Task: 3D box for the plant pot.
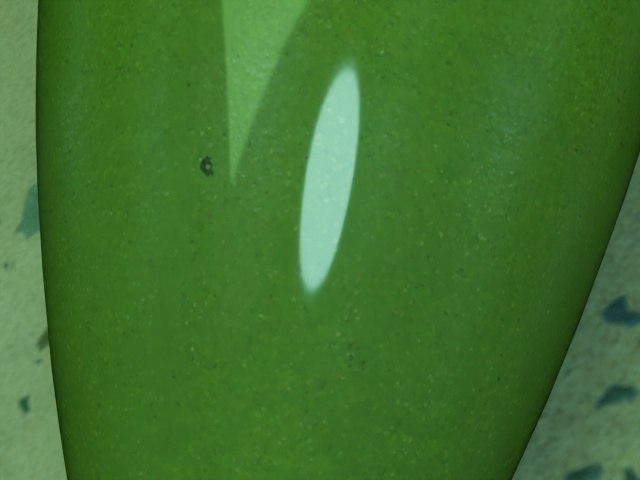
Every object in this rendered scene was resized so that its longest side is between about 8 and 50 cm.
[{"bbox_3d":[0.000,0.000,0.678,0.274,0.275,0.293,-3,70,33],"label":"plant pot"}]
